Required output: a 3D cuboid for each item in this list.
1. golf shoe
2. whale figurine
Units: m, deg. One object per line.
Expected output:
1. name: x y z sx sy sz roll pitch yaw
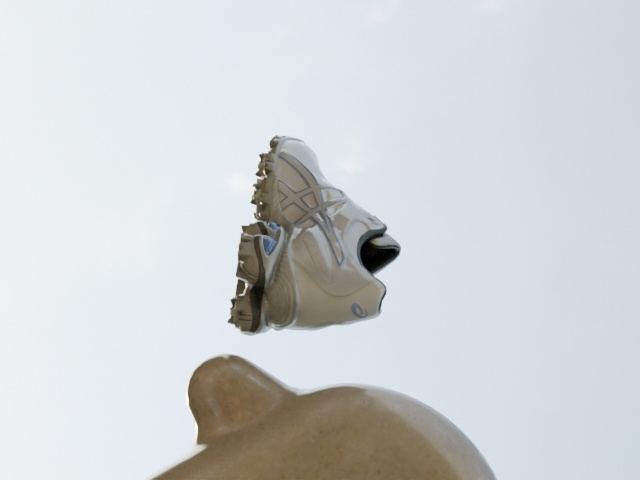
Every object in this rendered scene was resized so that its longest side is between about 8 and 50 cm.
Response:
1. golf shoe: 0.000 0.000 0.871 0.176 0.086 0.069 -85 -179 -60
2. whale figurine: -0.043 0.166 0.796 0.141 0.272 0.216 125 -42 -74
